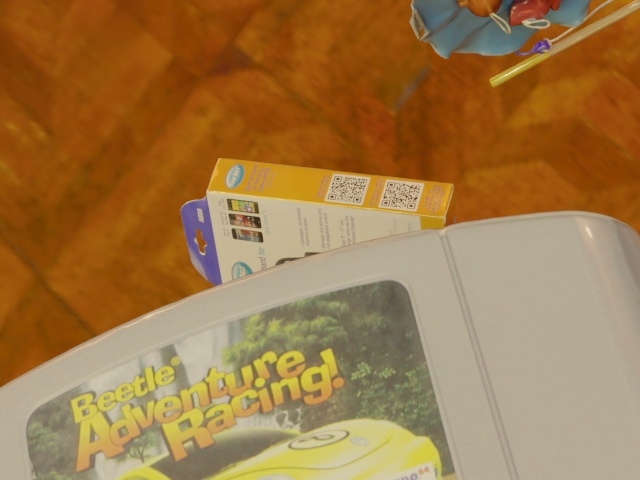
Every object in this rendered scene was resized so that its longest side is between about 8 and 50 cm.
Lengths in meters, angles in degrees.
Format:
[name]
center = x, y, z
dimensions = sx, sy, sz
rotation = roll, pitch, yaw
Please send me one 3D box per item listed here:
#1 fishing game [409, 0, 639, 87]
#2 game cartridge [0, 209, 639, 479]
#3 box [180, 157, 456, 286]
[fishing game]
center = 0.144, -0.170, 1.270
dimensions = 0.189, 0.264, 0.041
rotation = -27, 67, -1
[game cartridge]
center = -0.015, 0.104, 0.638
dimensions = 0.294, 0.060, 0.196
rotation = -21, 49, 9
[box]
center = 0.000, 0.000, 0.995
dimensions = 0.136, 0.081, 0.028
rotation = 9, 49, 13
